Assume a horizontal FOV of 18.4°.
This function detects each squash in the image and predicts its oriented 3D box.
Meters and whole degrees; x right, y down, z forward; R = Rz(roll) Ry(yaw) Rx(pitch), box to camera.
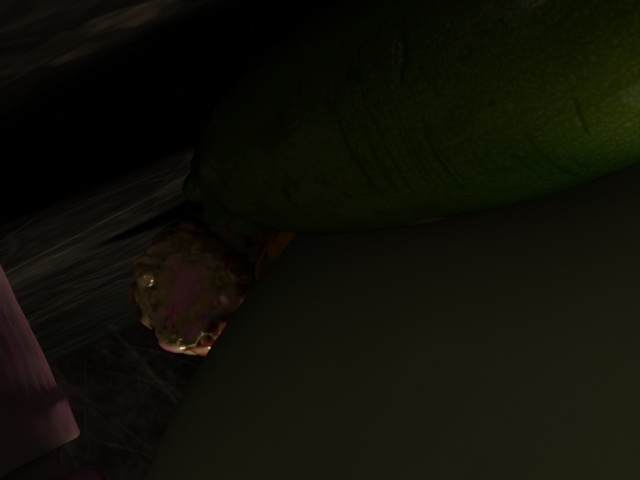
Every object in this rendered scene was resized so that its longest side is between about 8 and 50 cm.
[{"bbox_3d":[0.030,-0.037,0.439,0.066,0.066,0.201,-24,-178,-38],"label":"squash"}]

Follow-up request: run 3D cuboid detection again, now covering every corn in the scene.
[{"bbox_3d":[0.000,0.000,1.019,0.092,0.092,0.280,-26,175,29],"label":"corn"}]

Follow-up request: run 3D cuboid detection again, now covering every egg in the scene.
[{"bbox_3d":[0.098,0.089,0.558,0.345,0.283,0.283,-29,177,28],"label":"egg"}]

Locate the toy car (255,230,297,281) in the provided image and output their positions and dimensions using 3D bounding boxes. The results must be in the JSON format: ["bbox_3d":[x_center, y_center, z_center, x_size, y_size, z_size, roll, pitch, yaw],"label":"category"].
[{"bbox_3d":[0.137,0.006,0.852,0.340,0.240,0.271,-50,152,0],"label":"toy car"}]

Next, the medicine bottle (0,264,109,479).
[{"bbox_3d":[-0.128,0.169,0.669,0.178,0.290,0.178,-24,179,-1],"label":"medicine bottle"}]
